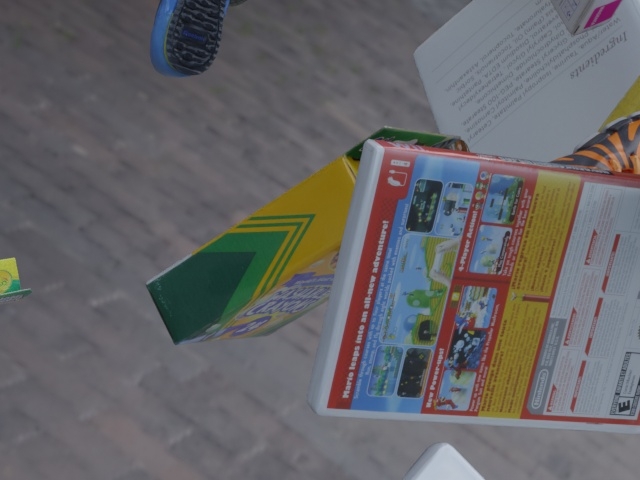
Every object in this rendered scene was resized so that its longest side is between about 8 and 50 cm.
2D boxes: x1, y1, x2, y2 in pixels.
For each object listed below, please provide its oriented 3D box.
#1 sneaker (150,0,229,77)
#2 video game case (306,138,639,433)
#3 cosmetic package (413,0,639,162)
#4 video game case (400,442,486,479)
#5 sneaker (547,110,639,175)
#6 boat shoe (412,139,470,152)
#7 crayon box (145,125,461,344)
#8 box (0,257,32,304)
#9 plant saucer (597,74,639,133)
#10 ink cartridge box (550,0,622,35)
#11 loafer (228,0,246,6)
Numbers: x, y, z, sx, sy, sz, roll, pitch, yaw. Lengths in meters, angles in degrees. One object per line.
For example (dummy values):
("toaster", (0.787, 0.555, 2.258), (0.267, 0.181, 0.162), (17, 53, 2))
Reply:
("sneaker", (-0.111, -0.254, 1.596), (0.069, 0.209, 0.082), (22, -2, -28))
("video game case", (0.142, 0.040, 1.245), (0.285, 0.204, 0.025), (6, 16, -24))
("cosmetic package", (0.377, -0.139, 2.132), (0.329, 0.327, 0.394), (22, 41, -41))
("video game case", (0.078, 0.254, 0.865), (0.227, 0.206, 0.026), (46, -26, -7))
("sneaker", (0.249, -0.025, 1.431), (0.180, 0.321, 0.125), (-161, -129, -74))
("boat shoe", (0.144, 0.046, 1.953), (0.120, 0.324, 0.122), (6, -4, -41))
("crayon box", (0.000, 0.000, 1.789), (0.203, 0.323, 0.083), (0, 60, -63))
("box", (-0.342, 0.049, 1.475), (0.179, 0.043, 0.105), (-7, 4, 45))
("plant saucer", (0.403, 0.000, 1.676), (0.333, 0.333, 0.081), (36, 1, -17))
("ink cartridge box", (0.235, -0.391, 1.736), (0.065, 0.186, 0.311), (-22, 71, -22))
("loafer", (-0.074, -0.397, 2.158), (0.094, 0.251, 0.087), (42, 43, -4))
